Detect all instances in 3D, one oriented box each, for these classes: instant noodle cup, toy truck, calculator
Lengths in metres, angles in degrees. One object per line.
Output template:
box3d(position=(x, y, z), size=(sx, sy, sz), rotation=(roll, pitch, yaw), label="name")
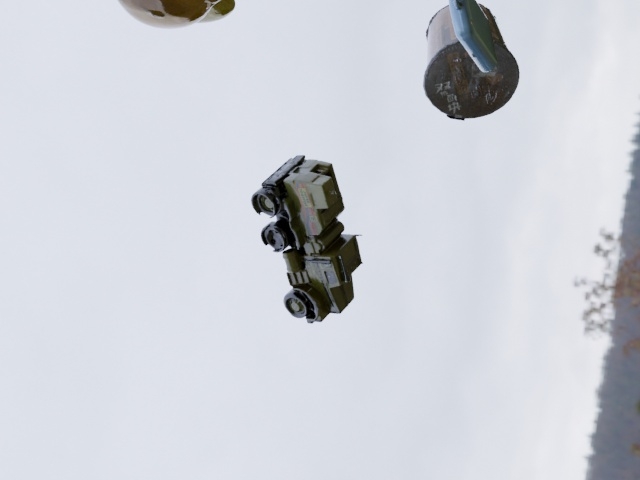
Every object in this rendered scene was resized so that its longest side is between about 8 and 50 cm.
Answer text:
box3d(position=(0.335, -0.423, 2.163), size=(0.207, 0.218, 0.217), rotation=(-89, -15, -46), label="instant noodle cup")
box3d(position=(-0.003, 0.001, 1.475), size=(0.127, 0.127, 0.257), rotation=(-45, -48, -45), label="toy truck")
box3d(position=(0.283, -0.397, 1.754), size=(0.210, 0.039, 0.121), rotation=(28, -130, -61), label="calculator")

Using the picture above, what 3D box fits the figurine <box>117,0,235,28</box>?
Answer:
box3d(position=(-0.173, -0.367, 1.153), size=(0.215, 0.215, 0.228), rotation=(-1, -88, -63), label="figurine")
